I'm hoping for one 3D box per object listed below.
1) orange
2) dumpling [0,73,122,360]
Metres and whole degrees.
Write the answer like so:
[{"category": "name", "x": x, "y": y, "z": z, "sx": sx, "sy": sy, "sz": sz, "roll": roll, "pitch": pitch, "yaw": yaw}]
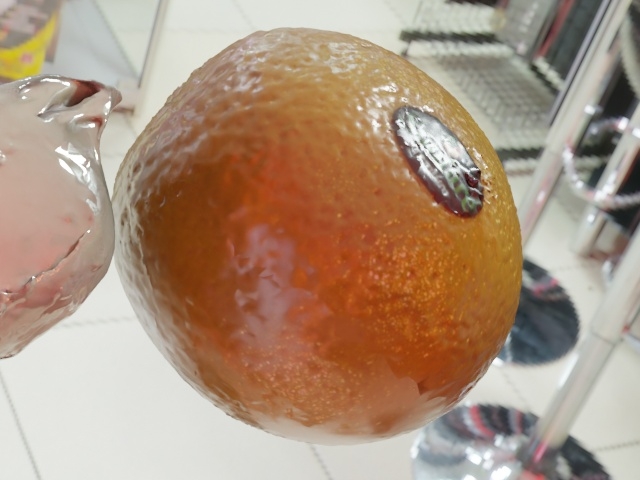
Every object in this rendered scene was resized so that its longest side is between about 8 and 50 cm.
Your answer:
[{"category": "orange", "x": 0.000, "y": 0.000, "z": 0.731, "sx": 0.236, "sy": 0.236, "sz": 0.236, "roll": 13, "pitch": 37, "yaw": -10}, {"category": "dumpling", "x": -0.153, "y": 0.002, "z": 0.580, "sx": 0.108, "sy": 0.127, "sz": 0.188, "roll": 40, "pitch": 57, "yaw": -5}]
